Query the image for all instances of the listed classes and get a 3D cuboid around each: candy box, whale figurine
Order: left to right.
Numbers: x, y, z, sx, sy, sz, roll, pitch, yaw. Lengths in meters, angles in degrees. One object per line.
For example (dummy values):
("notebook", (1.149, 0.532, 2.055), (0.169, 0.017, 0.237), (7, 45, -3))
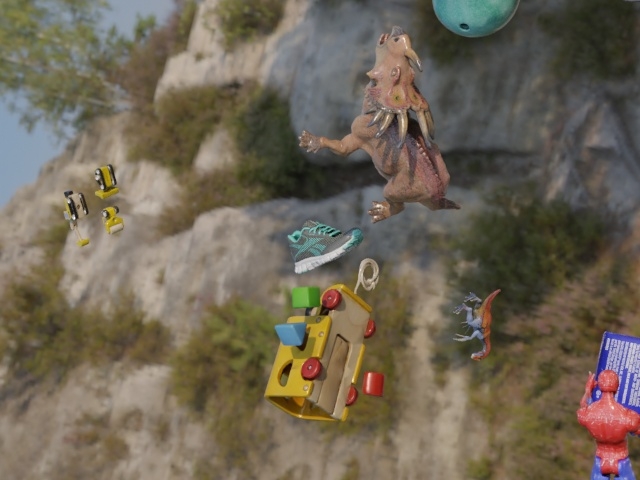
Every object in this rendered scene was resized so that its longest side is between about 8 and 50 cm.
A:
("whale figurine", (0.274, -0.494, 2.002), (0.272, 0.216, 0.141), (44, -121, -51))
("candy box", (0.590, 0.227, 1.562), (0.268, 0.317, 0.122), (19, -96, -65))

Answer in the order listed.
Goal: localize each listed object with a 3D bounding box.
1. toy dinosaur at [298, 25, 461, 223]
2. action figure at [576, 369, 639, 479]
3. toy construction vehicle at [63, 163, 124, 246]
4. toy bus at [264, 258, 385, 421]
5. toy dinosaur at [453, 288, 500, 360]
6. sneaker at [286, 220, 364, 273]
("toy dinosaur", (0.113, -0.119, 1.388), (0.200, 0.296, 0.127), (-4, 42, 54))
("action figure", (0.393, 0.287, 1.390), (0.139, 0.091, 0.280), (-39, -54, -58))
("toy construction vehicle", (-0.324, -0.050, 1.488), (0.086, 0.035, 0.098), (-31, -64, -41))
("toy bus", (-0.003, 0.140, 1.393), (0.202, 0.104, 0.191), (-23, -76, -51))
("toy dinosaur", (0.192, 0.108, 1.259), (0.090, 0.082, 0.047), (-15, 26, 48))
("sneaker", (0.000, 0.000, 1.696), (0.065, 0.076, 0.166), (-27, 2, -44))
